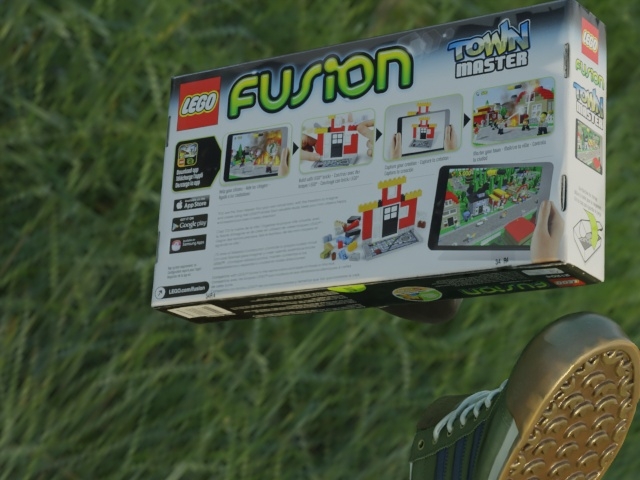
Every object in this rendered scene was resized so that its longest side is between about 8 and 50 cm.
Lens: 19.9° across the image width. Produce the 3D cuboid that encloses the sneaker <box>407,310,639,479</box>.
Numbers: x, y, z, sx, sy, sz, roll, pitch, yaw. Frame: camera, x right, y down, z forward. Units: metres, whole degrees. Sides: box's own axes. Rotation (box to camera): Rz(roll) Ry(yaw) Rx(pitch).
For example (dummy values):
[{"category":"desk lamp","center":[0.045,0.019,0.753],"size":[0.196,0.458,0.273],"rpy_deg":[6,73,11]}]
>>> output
[{"category":"sneaker","center":[0.070,0.090,0.767],"size":[0.064,0.192,0.086],"rpy_deg":[-14,44,-28]}]

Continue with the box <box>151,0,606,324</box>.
[{"category":"box","center":[0.022,-0.029,0.787],"size":[0.036,0.207,0.114],"rpy_deg":[26,63,-52]}]

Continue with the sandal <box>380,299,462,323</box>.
[{"category":"sandal","center":[-0.001,0.000,1.339],"size":[0.254,0.097,0.054],"rpy_deg":[35,58,-29]}]
